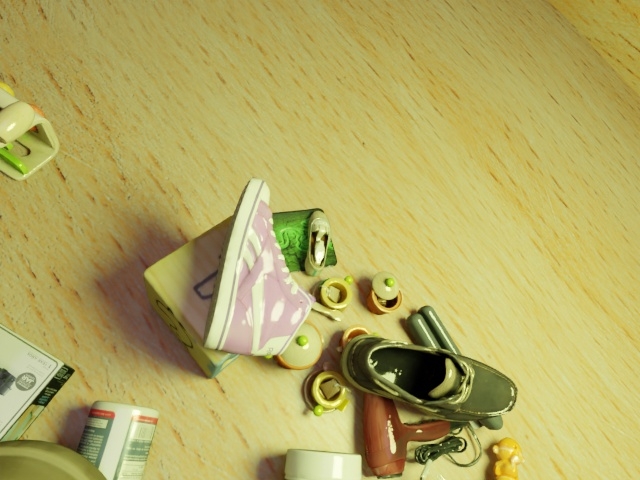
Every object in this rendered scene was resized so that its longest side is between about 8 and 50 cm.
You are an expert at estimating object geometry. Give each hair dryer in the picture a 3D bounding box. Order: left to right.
[{"bbox_3d":[0.179,0.392,0.855,0.293,0.080,0.223,50,47,2],"label":"hair dryer"}]

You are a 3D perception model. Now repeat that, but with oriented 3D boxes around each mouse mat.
[{"bbox_3d":[-0.063,0.000,0.975,0.189,0.007,0.153,-7,69,-21],"label":"mouse mat"}]

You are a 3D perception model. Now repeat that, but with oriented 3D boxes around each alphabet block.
[{"bbox_3d":[-0.182,0.108,0.786,0.193,0.192,0.197,-37,81,-30],"label":"alphabet block"}]

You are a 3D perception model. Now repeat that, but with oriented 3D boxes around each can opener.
[{"bbox_3d":[0.296,0.271,0.916,0.076,0.095,0.283,-28,84,-27],"label":"can opener"}]

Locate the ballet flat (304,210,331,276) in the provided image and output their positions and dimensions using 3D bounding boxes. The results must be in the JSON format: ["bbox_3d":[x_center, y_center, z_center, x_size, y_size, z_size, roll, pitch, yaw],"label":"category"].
[{"bbox_3d":[0.000,0.000,0.961,0.057,0.052,0.168,10,63,-13],"label":"ballet flat"}]

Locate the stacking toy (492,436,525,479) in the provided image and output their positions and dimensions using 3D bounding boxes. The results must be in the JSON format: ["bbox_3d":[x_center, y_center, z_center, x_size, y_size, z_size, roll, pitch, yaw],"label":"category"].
[{"bbox_3d":[0.350,0.526,0.804,0.175,0.166,0.302,19,50,4],"label":"stacking toy"}]

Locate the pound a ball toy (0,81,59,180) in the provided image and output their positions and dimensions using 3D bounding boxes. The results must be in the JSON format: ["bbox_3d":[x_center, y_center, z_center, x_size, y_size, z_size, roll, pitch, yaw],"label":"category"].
[{"bbox_3d":[-0.634,-0.263,0.796,0.319,0.208,0.136,34,61,0],"label":"pound a ball toy"}]

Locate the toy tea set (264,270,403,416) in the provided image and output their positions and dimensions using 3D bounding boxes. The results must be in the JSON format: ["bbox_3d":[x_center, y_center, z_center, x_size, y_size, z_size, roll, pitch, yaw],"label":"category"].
[{"bbox_3d":[0.045,0.172,0.864,0.200,0.124,0.336,38,61,2],"label":"toy tea set"}]

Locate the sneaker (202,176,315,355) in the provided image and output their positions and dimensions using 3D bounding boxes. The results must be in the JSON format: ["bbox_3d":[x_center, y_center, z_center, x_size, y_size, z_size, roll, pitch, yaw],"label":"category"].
[{"bbox_3d":[-0.082,0.044,0.691,0.161,0.102,0.282,13,74,-16],"label":"sneaker"}]

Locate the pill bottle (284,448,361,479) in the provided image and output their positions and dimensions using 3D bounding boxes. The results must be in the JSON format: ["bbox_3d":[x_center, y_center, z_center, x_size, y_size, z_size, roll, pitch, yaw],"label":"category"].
[{"bbox_3d":[-0.006,0.508,0.668,0.176,0.176,0.319,12,64,-13],"label":"pill bottle"}]

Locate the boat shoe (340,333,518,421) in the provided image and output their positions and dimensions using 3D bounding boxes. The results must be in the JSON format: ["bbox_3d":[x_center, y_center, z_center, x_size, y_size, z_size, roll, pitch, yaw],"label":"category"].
[{"bbox_3d":[0.215,0.266,0.789,0.355,0.130,0.132,13,77,-9],"label":"boat shoe"}]

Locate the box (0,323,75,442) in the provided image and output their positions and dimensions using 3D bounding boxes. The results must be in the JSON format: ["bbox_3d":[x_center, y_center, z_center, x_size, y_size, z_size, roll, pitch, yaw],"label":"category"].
[{"bbox_3d":[-0.557,0.277,0.647,0.169,0.087,0.290,32,61,-2],"label":"box"}]

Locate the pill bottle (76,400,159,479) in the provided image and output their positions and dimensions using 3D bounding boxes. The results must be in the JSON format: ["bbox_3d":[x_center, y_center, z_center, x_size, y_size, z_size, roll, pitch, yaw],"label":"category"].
[{"bbox_3d":[-0.333,0.355,0.672,0.107,0.108,0.180,14,63,-11],"label":"pill bottle"}]

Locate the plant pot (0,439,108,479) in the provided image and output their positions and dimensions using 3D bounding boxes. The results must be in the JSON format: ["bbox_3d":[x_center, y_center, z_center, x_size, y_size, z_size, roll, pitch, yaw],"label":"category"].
[{"bbox_3d":[-0.383,0.386,0.428,0.323,0.280,0.323,7,67,-16],"label":"plant pot"}]
